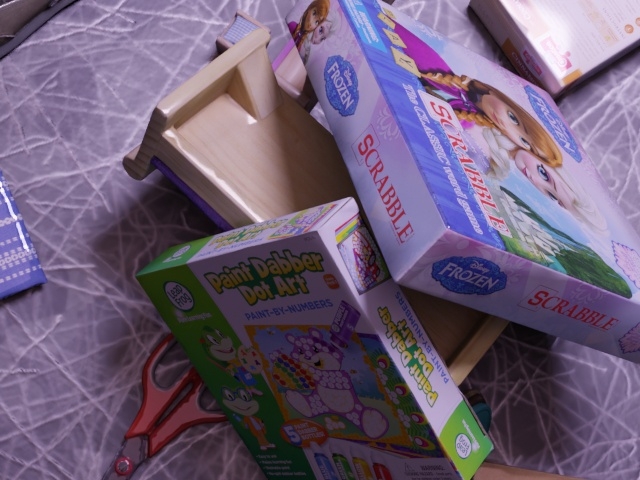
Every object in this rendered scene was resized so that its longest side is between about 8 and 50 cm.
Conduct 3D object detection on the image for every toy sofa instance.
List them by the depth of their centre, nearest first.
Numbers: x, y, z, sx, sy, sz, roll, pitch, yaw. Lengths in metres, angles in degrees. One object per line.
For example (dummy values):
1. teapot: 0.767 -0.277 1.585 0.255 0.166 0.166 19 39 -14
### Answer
1. toy sofa: 0.000 0.000 1.000 0.362 0.177 0.150 43 56 3

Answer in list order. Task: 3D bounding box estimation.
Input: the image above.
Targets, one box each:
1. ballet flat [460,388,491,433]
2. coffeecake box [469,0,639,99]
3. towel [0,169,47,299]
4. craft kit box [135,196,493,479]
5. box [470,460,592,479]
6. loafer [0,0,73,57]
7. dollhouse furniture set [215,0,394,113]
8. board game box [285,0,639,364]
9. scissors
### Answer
1. ballet flat: 0.034 0.275 1.006 0.123 0.123 0.348 30 74 1
2. coffeecake box: 0.278 -0.255 1.160 0.185 0.068 0.142 -32 83 -12
3. towel: -0.443 -0.063 1.060 0.243 0.040 0.336 -24 83 -11
4. craft kit box: -0.012 0.099 0.927 0.061 0.250 0.246 -40 107 -40
5. box: 0.234 0.311 1.057 0.201 0.021 0.164 11 77 -4
6. loafer: -0.278 -0.284 1.096 0.094 0.087 0.251 39 77 3
7. dollhouse furniture set: -0.053 -0.335 1.076 0.303 0.198 0.286 35 76 2
8. board game box: 0.145 -0.062 0.949 0.318 0.066 0.318 19 37 -38
9. scissors: -0.184 0.195 1.041 0.297 0.021 0.109 -41 87 -12
